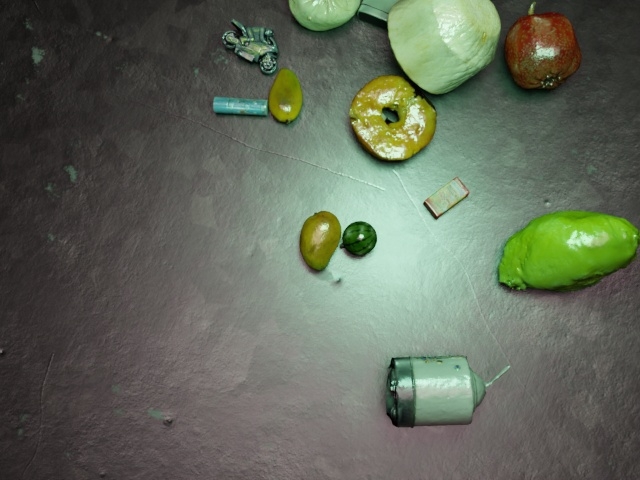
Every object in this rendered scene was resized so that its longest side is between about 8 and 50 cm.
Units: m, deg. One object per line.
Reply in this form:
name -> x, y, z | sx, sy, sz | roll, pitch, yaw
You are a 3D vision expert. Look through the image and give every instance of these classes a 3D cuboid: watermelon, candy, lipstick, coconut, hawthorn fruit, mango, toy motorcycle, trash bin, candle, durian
watermelon -> 0.104, -0.005, 1.767 | 0.109, 0.109, 0.108 | 0, 81, 2
candy -> 0.358, -0.121, 1.805 | 0.122, 0.038, 0.062 | -36, 81, -4
lipstick -> -0.235, -0.396, 1.870 | 0.158, 0.048, 0.048 | 4, 81, 3
coconut -> 0.323, -0.565, 1.767 | 0.329, 0.329, 0.328 | 0, 81, 2
hawthorn fruit -> 0.621, -0.556, 1.792 | 0.205, 0.205, 0.253 | -7, 74, 1
mango -> -0.102, -0.427, 1.865 | 0.101, 0.066, 0.187 | 2, 72, 2
toy motorcycle -> -0.195, -0.592, 1.893 | 0.193, 0.061, 0.124 | 35, 90, 1
mango -> -0.006, -0.004, 1.780 | 0.115, 0.089, 0.164 | 29, 86, -3
trash bin -> 0.189, -0.713, 1.899 | 0.116, 0.059, 0.129 | 24, 82, 4
candle -> 0.331, 0.388, 1.651 | 0.331, 0.187, 0.187 | -3, 81, 2
durian -> 0.660, 0.024, 1.669 | 0.256, 0.339, 0.204 | 13, 60, -19

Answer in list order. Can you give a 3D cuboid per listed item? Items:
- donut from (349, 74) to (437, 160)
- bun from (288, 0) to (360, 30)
donut -> 0.204, -0.344, 1.810 | 0.254, 0.118, 0.253 | -1, 78, 3
bun -> 0.008, -0.741, 1.871 | 0.230, 0.145, 0.229 | -1, 77, 4
